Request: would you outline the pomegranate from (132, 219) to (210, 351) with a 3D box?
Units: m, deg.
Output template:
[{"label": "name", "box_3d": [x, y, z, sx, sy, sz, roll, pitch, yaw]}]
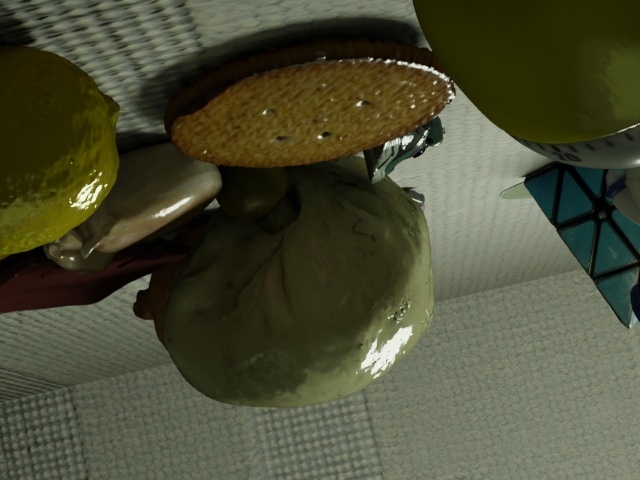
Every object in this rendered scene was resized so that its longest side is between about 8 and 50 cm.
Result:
[{"label": "pomegranate", "box_3d": [-0.137, 0.083, 2.081, 0.270, 0.229, 0.252, -8, 180, 24]}]

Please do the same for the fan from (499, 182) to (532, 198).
[{"label": "fan", "box_3d": [0.393, -0.104, 2.305, 0.191, 0.009, 0.329, -10, 170, -10]}]

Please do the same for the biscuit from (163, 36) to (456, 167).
[{"label": "biscuit", "box_3d": [-0.010, -0.139, 1.480, 0.305, 0.038, 0.305, -9, 165, -2]}]

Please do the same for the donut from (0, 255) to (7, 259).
[{"label": "donut", "box_3d": [-0.420, -0.006, 1.708, 0.152, 0.058, 0.152, -11, 168, -2]}]

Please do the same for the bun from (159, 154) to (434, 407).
[{"label": "bun", "box_3d": [-0.027, 0.046, 1.788, 0.362, 0.326, 0.234, -31, 134, -12]}]

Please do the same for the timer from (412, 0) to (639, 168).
[{"label": "timer", "box_3d": [0.155, -0.202, 0.885, 0.285, 0.285, 0.285, -12, 170, -2]}]

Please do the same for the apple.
[{"label": "apple", "box_3d": [-0.083, -0.068, 1.702, 0.090, 0.089, 0.074, -15, 125, 12]}]

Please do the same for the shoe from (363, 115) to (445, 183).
[{"label": "shoe", "box_3d": [0.099, -0.120, 1.692, 0.099, 0.071, 0.169, -14, 167, -7]}]

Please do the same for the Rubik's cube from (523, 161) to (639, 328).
[{"label": "Rubik's cube", "box_3d": [0.463, -0.050, 2.159, 0.228, 0.233, 0.229, -37, -171, 11]}]

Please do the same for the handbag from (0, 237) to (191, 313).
[{"label": "handbag", "box_3d": [-0.343, 0.032, 1.936, 0.260, 0.084, 0.275, -4, 166, -39]}]

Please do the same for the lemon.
[{"label": "lemon", "box_3d": [-0.263, -0.075, 1.194, 0.193, 0.180, 0.180, -43, -176, -25]}]

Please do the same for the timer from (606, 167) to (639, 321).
[{"label": "timer", "box_3d": [0.314, -0.082, 1.257, 0.270, 0.383, 0.270, -13, 169, -2]}]

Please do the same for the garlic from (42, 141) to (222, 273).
[{"label": "garlic", "box_3d": [-0.218, -0.044, 1.624, 0.217, 0.110, 0.228, -25, 179, 6]}]

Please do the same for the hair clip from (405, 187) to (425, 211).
[{"label": "hair clip", "box_3d": [-0.001, -0.001, 2.230, 0.359, 0.110, 0.095, -24, -154, 33]}]
